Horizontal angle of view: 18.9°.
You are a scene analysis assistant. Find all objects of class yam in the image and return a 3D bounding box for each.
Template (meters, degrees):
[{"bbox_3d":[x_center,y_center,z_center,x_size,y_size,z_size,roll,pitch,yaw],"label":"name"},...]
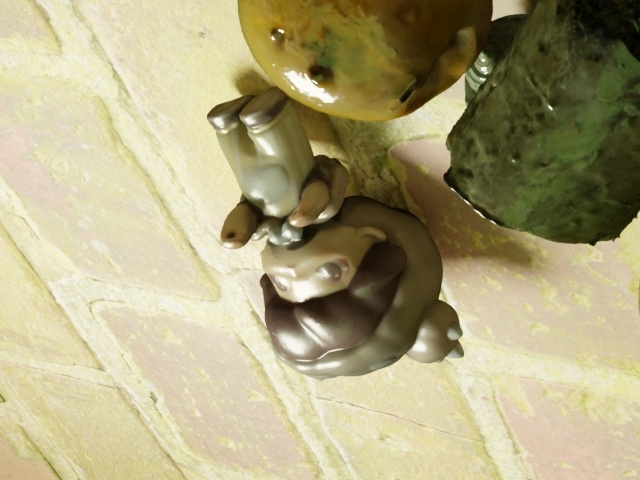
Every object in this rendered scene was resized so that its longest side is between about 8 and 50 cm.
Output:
[{"bbox_3d":[0.252,-0.141,1.637,0.195,0.195,0.300,31,127,-3],"label":"yam"}]

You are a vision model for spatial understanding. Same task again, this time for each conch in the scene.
[{"bbox_3d":[0.202,-0.141,1.822,0.153,0.135,0.102,25,176,-24],"label":"conch"}]

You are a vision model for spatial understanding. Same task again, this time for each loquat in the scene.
[{"bbox_3d":[0.036,-0.226,1.753,0.244,0.244,0.244,22,151,13],"label":"loquat"}]

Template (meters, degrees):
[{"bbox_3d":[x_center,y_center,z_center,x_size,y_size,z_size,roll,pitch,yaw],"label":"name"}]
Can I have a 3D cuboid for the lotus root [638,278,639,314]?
[{"bbox_3d":[0.429,0.089,1.966,0.183,0.182,0.310,11,152,30],"label":"lotus root"}]

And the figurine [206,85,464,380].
[{"bbox_3d":[-0.001,-0.001,2.184,0.248,0.203,0.380,-15,117,33],"label":"figurine"}]
